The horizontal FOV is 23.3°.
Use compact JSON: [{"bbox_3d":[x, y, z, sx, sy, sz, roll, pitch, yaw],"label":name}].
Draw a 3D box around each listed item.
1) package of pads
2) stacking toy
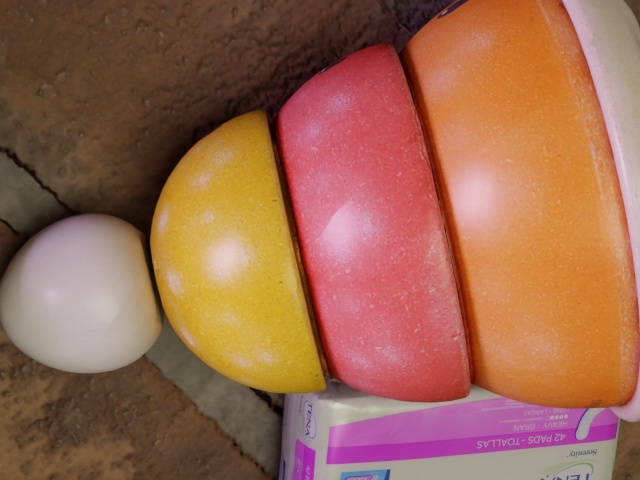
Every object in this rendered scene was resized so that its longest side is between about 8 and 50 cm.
[{"bbox_3d":[0.108,0.216,1.322,0.297,0.101,0.229,-2,108,-22],"label":"package of pads"},{"bbox_3d":[0.000,0.000,1.122,0.480,0.350,0.350,-12,113,-2],"label":"stacking toy"}]
